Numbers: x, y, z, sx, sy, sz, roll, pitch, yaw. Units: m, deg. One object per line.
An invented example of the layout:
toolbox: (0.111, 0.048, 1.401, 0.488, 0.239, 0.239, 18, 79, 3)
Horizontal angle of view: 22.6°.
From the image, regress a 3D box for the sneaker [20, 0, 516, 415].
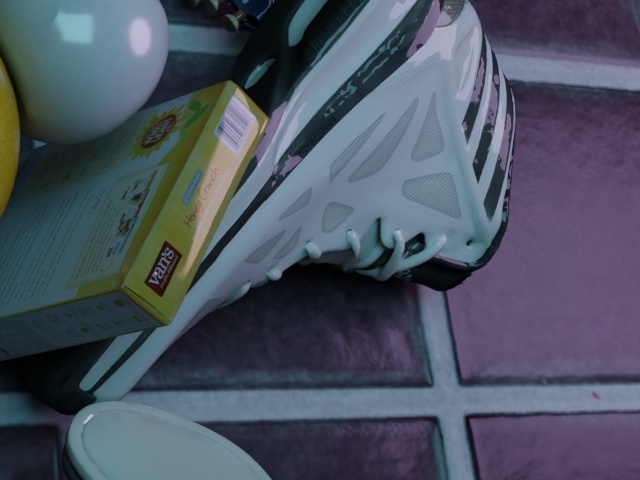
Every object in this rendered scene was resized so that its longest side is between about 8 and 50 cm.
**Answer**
sneaker: (0.001, 0.000, 1.182, 0.257, 0.169, 0.447, 47, 71, -26)

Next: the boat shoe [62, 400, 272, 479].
boat shoe: (-0.052, 0.228, 1.089, 0.319, 0.099, 0.116, 34, 37, -12)

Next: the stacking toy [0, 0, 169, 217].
stacking toy: (-0.291, -0.050, 0.909, 0.480, 0.350, 0.350, -25, 81, -25)

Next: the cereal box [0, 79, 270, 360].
cereal box: (-0.156, -0.006, 1.062, 0.047, 0.240, 0.173, 43, 54, -29)

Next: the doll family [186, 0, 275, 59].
doll family: (-0.034, -0.196, 1.304, 0.111, 0.076, 0.193, -41, 95, -15)
